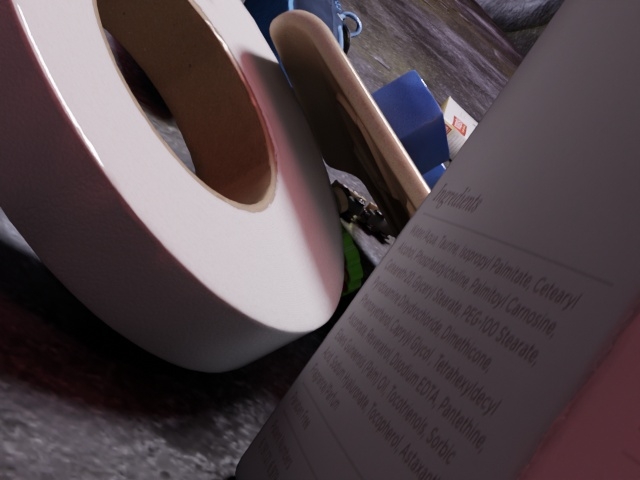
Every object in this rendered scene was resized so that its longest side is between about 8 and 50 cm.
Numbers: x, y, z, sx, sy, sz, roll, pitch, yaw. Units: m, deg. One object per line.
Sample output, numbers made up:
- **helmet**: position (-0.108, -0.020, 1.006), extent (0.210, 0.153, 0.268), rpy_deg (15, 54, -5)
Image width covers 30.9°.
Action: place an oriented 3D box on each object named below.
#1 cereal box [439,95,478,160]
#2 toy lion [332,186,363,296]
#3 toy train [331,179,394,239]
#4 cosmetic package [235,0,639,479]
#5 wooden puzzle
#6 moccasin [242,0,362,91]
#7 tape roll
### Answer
- **cereal box**: position (0.269, -0.116, 1.808), extent (0.240, 0.047, 0.173), rpy_deg (43, 19, -6)
- **toy lion**: position (0.000, 0.000, 0.996), extent (0.100, 0.034, 0.096), rpy_deg (19, -53, 57)
- **toy train**: position (0.026, -0.042, 1.197), extent (0.158, 0.027, 0.036), rpy_deg (30, 13, -35)
- **cosmetic package**: position (0.207, 0.093, 0.577), extent (0.329, 0.394, 0.327), rpy_deg (35, 0, -11)
- **wooden puzzle**: position (0.104, -0.013, 0.985), extent (0.348, 0.080, 0.322), rpy_deg (55, -2, 21)
- **moccasin**: position (-0.029, -0.228, 1.354), extent (0.117, 0.137, 0.342), rpy_deg (41, 33, -25)
- **tape roll**: position (-0.114, -0.098, 0.801), extent (0.392, 0.072, 0.392), rpy_deg (51, 22, -29)
